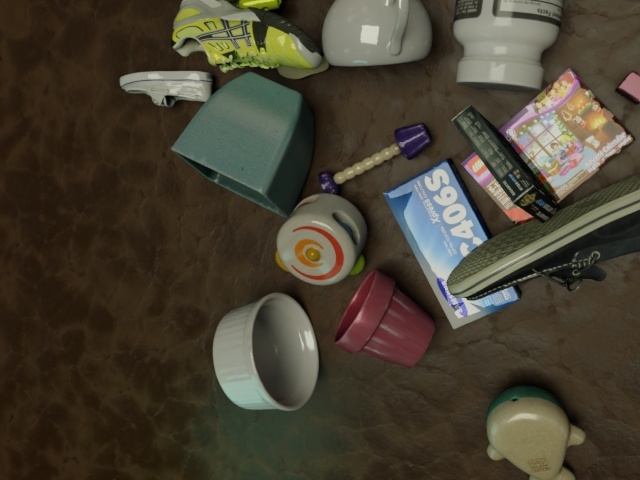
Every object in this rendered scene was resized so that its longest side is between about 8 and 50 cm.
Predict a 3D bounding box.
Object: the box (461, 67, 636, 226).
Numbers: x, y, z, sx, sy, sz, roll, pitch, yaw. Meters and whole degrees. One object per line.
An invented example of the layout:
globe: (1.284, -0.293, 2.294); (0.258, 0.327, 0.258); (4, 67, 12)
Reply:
box: (0.476, -0.186, 1.391); (0.293, 0.057, 0.201); (-43, 81, 20)

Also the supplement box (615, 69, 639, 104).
supplement box: (0.624, -0.304, 1.306); (0.055, 0.083, 0.043); (38, 109, 10)

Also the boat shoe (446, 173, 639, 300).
boat shoe: (0.498, 0.022, 1.317); (0.499, 0.187, 0.156); (-24, 100, 4)

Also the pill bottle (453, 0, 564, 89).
pill bottle: (0.376, -0.490, 1.304); (0.210, 0.210, 0.363); (9, 101, 19)

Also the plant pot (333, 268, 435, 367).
plant pot: (0.155, 0.192, 1.503); (0.180, 0.201, 0.201); (29, 107, -2)

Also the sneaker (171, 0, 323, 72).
sneaker: (-0.166, -0.436, 1.470); (0.384, 0.145, 0.147); (24, 88, 25)

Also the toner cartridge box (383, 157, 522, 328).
toner cartridge box: (0.296, 0.006, 1.476); (0.165, 0.075, 0.348); (-29, 88, 22)

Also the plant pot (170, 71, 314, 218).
plant pot: (-0.143, -0.233, 1.522); (0.247, 0.247, 0.252); (27, 85, 15)

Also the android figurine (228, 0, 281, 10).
android figurine: (-0.162, -0.645, 1.518); (0.272, 0.056, 0.248); (-10, 81, 4)

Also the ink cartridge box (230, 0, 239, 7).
ink cartridge box: (-0.190, -0.539, 1.583); (0.104, 0.061, 0.181); (-43, 82, 18)

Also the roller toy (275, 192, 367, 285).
roller toy: (0.000, 0.000, 1.518); (0.209, 0.146, 0.191); (13, 124, 14)

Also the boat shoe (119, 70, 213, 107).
boat shoe: (-0.395, -0.380, 1.664); (0.258, 0.095, 0.084); (2, 94, 21)

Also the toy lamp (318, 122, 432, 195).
toy lamp: (0.125, -0.185, 1.510); (0.274, 0.080, 0.080); (-27, 88, 21)

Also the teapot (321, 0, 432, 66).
teapot: (0.117, -0.469, 1.372); (0.255, 0.252, 0.187); (9, 114, 31)

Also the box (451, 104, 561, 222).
box: (0.364, -0.147, 1.278); (0.051, 0.175, 0.220); (-41, 59, 21)

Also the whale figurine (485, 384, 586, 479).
whale figurine: (0.476, 0.436, 1.461); (0.216, 0.141, 0.272); (-21, 115, 22)

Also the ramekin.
ramekin: (-0.132, 0.272, 1.573); (0.135, 0.277, 0.277); (-16, 92, 30)

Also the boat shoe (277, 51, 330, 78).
boat shoe: (-0.037, -0.416, 1.557); (0.132, 0.042, 0.049); (-5, 121, 21)
